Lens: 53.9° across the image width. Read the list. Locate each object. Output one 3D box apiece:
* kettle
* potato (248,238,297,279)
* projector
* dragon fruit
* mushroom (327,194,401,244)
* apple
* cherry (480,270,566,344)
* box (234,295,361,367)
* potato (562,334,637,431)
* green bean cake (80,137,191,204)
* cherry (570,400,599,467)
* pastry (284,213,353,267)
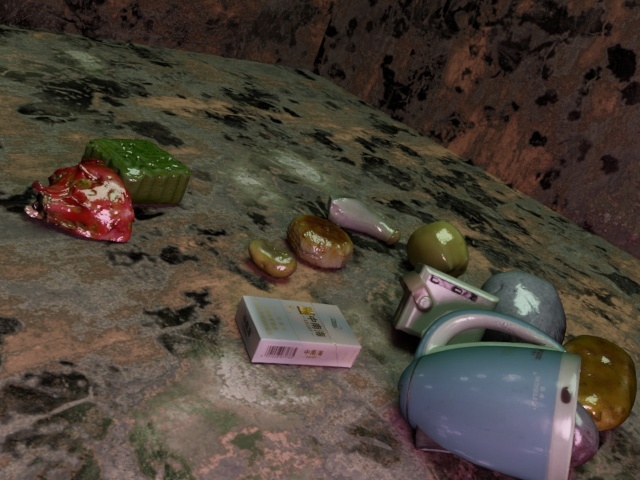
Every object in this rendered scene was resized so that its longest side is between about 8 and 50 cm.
[{"bbox_3d":[0.331,0.290,1.259,0.342,0.247,0.319,7,58,24],"label":"kettle"},{"bbox_3d":[-0.124,0.049,1.616,0.138,0.070,0.091,30,26,19],"label":"potato"},{"bbox_3d":[0.296,0.171,1.574,0.242,0.177,0.163,25,-1,0],"label":"projector"},{"bbox_3d":[-0.571,-0.104,1.463,0.262,0.134,0.211,34,29,24],"label":"dragon fruit"},{"bbox_3d":[0.141,-0.071,2.070,0.270,0.103,0.118,23,23,-15],"label":"mushroom"},{"bbox_3d":[0.367,0.032,1.955,0.200,0.200,0.200,19,24,-9],"label":"apple"},{"bbox_3d":[0.534,0.207,1.676,0.255,0.218,0.296,57,30,-12],"label":"cherry"},{"bbox_3d":[-0.050,0.199,1.375,0.243,0.067,0.155,8,29,-29],"label":"box"},{"bbox_3d":[0.701,0.358,1.612,0.195,0.176,0.369,59,30,-4],"label":"potato"},{"bbox_3d":[-0.503,-0.188,1.702,0.222,0.125,0.248,35,27,24],"label":"green bean cake"},{"bbox_3d":[0.514,0.402,1.369,0.176,0.140,0.176,26,15,-8],"label":"cherry"},{"bbox_3d":[0.000,0.000,1.801,0.182,0.093,0.192,10,27,-33],"label":"pastry"}]
